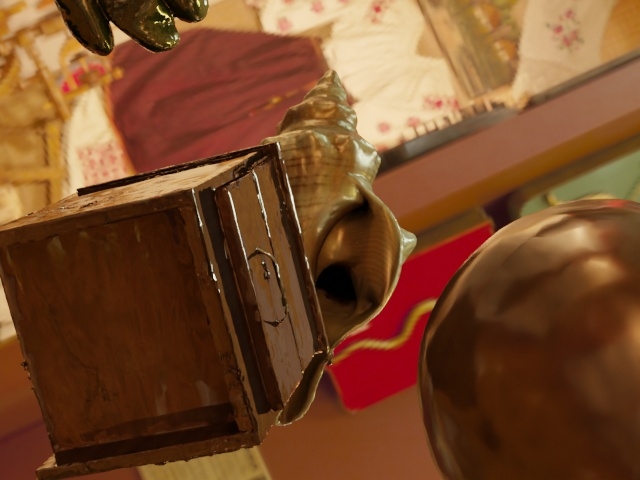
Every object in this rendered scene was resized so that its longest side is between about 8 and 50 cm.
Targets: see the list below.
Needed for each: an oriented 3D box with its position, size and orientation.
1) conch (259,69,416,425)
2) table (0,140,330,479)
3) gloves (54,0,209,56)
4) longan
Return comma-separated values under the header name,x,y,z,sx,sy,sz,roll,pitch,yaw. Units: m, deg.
name,x,y,z,sx,sy,sz,roll,pitch,yaw
conch,0.001,0.000,1.194,0.169,0.203,0.385,35,58,-84
table,-0.103,0.041,0.763,0.193,0.173,0.169,-47,124,-74
gloves,-0.111,-0.241,0.639,0.135,0.107,0.268,8,-85,55
longan,0.189,0.098,0.715,0.258,0.258,0.258,156,-90,-83
